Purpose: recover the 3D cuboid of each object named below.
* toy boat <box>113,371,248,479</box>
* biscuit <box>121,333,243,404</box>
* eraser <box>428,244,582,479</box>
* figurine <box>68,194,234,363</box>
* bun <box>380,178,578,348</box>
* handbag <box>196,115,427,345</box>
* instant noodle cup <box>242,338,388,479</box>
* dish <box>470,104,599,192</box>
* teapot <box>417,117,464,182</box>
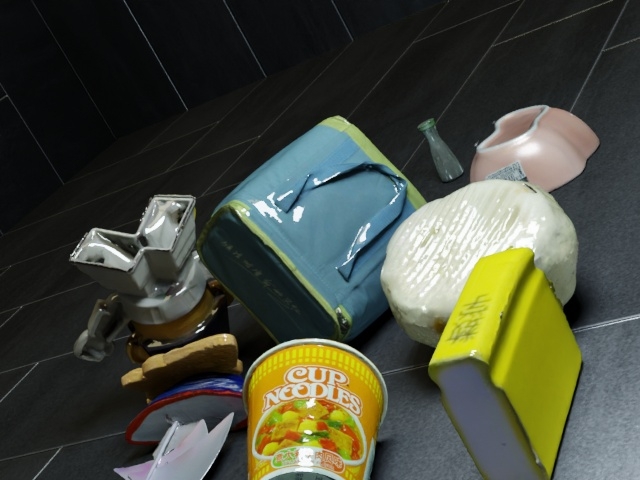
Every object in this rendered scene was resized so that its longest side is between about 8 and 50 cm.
[{"bbox_3d":[-0.168,0.263,1.473,0.219,0.072,0.318,-30,21,9],"label":"toy boat"},{"bbox_3d":[-0.177,0.176,1.608,0.162,0.035,0.250,2,-25,-32],"label":"biscuit"},{"bbox_3d":[0.187,0.120,1.160,0.069,0.158,0.226,-16,22,29],"label":"eraser"},{"bbox_3d":[-0.224,0.086,1.713,0.309,0.308,0.143,-25,39,12],"label":"figurine"},{"bbox_3d":[0.194,0.040,1.376,0.239,0.141,0.239,-23,40,21],"label":"bun"},{"bbox_3d":[0.000,0.000,1.620,0.241,0.263,0.222,-40,-2,-30],"label":"handbag"},{"bbox_3d":[-0.011,0.221,1.222,0.168,0.168,0.185,-24,26,17],"label":"instant noodle cup"},{"bbox_3d":[0.307,-0.138,1.794,0.213,0.090,0.213,-26,19,9],"label":"dish"},{"bbox_3d":[0.198,-0.153,1.968,0.043,0.110,0.043,-26,18,9],"label":"teapot"}]
